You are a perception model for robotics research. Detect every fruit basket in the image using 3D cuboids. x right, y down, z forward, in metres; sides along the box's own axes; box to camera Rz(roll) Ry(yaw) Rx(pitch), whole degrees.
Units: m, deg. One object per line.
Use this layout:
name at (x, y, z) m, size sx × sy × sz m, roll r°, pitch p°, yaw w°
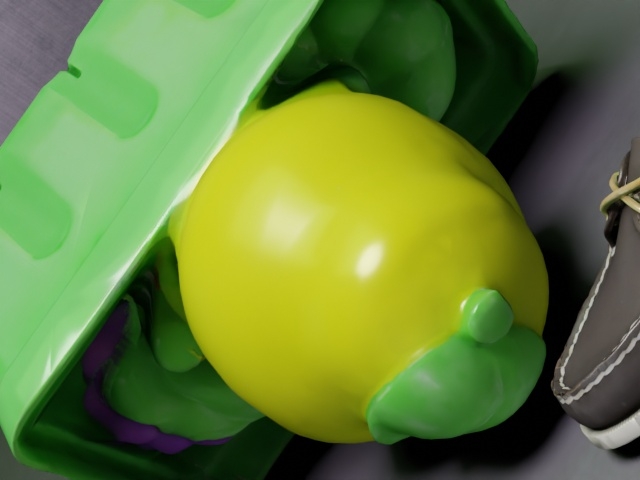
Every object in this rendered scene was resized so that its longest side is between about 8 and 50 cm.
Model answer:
fruit basket at (0.000, 0.000, 0.769) m, size 0.392 × 0.283 × 0.392 m, roll -9°, pitch 67°, yaw 23°

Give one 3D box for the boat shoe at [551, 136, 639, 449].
boat shoe at (0.154, -0.025, 0.565) m, size 0.227 × 0.069 × 0.081 m, roll -56°, pitch 15°, yaw -6°
